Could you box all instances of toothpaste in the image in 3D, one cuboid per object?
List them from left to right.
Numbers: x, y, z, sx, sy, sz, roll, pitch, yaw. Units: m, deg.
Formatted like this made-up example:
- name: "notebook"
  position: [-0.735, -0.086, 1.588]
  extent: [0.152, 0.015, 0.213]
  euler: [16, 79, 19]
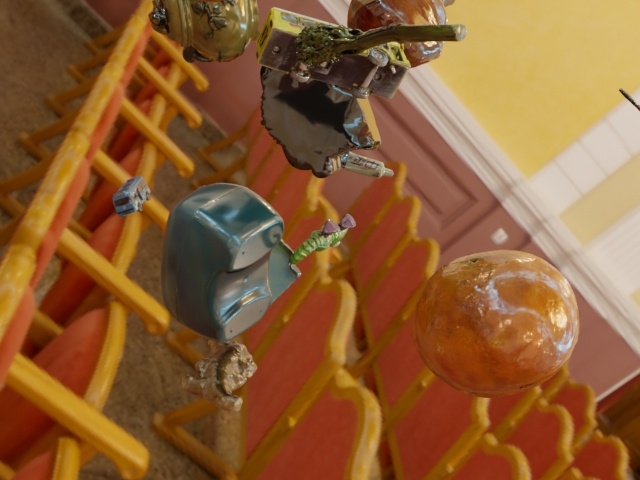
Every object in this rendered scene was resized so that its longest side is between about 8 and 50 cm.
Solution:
- name: "toothpaste"
  position: [0.053, -0.182, 1.922]
  extent: [0.233, 0.060, 0.038]
  euler: [16, -21, 0]

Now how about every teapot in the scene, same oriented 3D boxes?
- name: "teapot"
  position: [-0.206, -0.402, 1.464]
  extent: [0.269, 0.182, 0.173]
  euler: [104, -27, -62]

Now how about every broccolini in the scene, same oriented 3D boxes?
- name: "broccolini"
  position: [0.058, -0.216, 0.907]
  extent: [0.054, 0.239, 0.051]
  euler: [-6, 98, -40]

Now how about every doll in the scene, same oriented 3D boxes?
- name: "doll"
  position: [0.000, 0.000, 1.670]
  extent: [0.050, 0.115, 0.190]
  euler: [49, 27, 7]

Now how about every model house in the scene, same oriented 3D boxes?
- name: "model house"
  position: [-0.188, 0.073, 2.162]
  extent: [0.226, 0.261, 0.241]
  euler: [47, 2, 3]

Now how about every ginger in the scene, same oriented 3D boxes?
- name: "ginger"
  position: [-0.245, 0.325, 2.076]
  extent: [0.333, 0.166, 0.080]
  euler: [-77, 165, -66]

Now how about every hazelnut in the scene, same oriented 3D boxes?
- name: "hazelnut"
  position: [0.154, -0.445, 1.754]
  extent: [0.210, 0.186, 0.210]
  euler: [1, 89, -56]

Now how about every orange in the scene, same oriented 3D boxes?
- name: "orange"
  position: [0.293, 0.135, 1.445]
  extent: [0.284, 0.283, 0.226]
  euler: [-71, 146, -71]

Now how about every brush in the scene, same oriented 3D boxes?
- name: "brush"
  position: [0.527, -0.230, 1.425]
  extent: [0.024, 0.008, 0.083]
  euler: [21, 30, -46]

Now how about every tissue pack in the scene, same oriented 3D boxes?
- name: "tissue pack"
  position: [-0.204, 0.035, 1.642]
  extent: [0.206, 0.288, 0.198]
  euler: [29, 40, 24]

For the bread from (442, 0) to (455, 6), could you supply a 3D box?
- name: "bread"
  position: [0.261, -0.595, 1.922]
  extent: [0.127, 0.140, 0.069]
  euler: [-20, 41, -34]

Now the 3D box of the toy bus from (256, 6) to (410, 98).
- name: "toy bus"
  position: [0.018, -0.273, 1.270]
  extent: [0.226, 0.081, 0.074]
  euler: [9, 45, -22]

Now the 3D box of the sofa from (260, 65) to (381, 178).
- name: "sofa"
  position: [-0.006, -0.252, 1.620]
  extent: [0.200, 0.181, 0.259]
  euler: [-40, 112, -77]

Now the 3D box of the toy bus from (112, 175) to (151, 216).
- name: "toy bus"
  position: [-0.317, -0.074, 1.424]
  extent: [0.083, 0.038, 0.046]
  euler: [-75, 147, -63]
